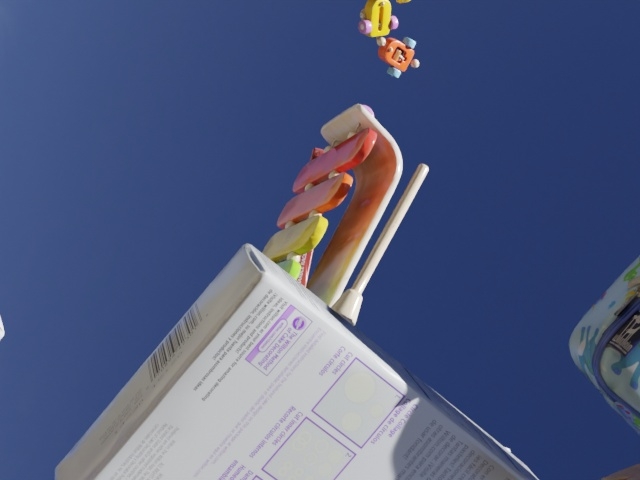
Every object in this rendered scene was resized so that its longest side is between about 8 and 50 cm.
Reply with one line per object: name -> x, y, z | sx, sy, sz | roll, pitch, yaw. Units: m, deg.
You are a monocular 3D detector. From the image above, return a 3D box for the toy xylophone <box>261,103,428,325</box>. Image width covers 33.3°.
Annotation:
toy xylophone -> 0.000, 0.000, 1.128 | 0.236, 0.081, 0.322 | -32, -150, 61

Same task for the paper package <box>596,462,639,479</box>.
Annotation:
paper package -> 0.477, 0.365, 1.126 | 0.168, 0.309, 0.325 | 171, -99, -75

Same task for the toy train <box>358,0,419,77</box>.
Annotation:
toy train -> 0.107, -0.319, 1.496 | 0.046, 0.125, 0.166 | 34, -76, 46

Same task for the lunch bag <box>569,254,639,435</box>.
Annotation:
lunch bag -> 0.317, 0.096, 0.818 | 0.176, 0.219, 0.090 | -45, -174, 0

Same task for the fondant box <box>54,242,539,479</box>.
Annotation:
fondant box -> -0.005, 0.198, 0.834 | 0.238, 0.330, 0.096 | -50, -163, 2

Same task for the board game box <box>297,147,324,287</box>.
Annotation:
board game box -> -0.031, 0.041, 1.316 | 0.145, 0.027, 0.281 | 110, -9, -72

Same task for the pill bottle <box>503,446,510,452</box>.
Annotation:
pill bottle -> 0.110, 0.326, 1.597 | 0.323, 0.181, 0.181 | 13, -100, 19

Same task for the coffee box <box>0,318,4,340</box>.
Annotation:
coffee box -> -0.493, 0.036, 0.819 | 0.334, 0.337, 0.338 | -51, -131, 30
